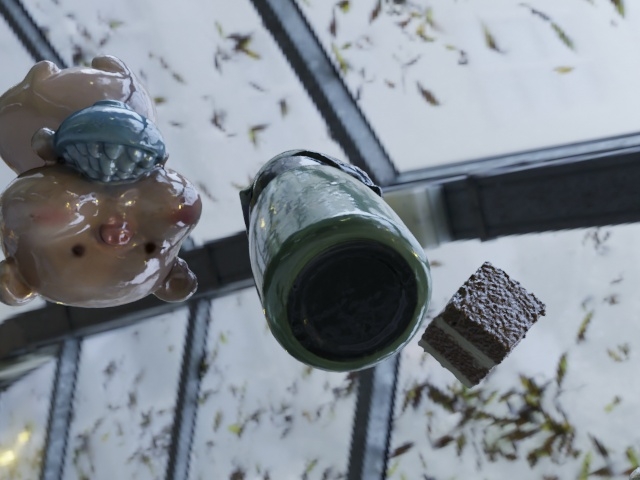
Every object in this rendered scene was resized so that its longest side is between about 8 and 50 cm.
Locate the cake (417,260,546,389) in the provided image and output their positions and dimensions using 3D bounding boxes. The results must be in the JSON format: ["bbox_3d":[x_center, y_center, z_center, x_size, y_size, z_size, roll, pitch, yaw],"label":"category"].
[{"bbox_3d":[0.248,0.136,1.766,0.134,0.135,0.147,38,-41,16],"label":"cake"}]

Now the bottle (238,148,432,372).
[{"bbox_3d":[0.002,-0.001,1.228,0.347,0.168,0.168,-116,-153,-68],"label":"bottle"}]

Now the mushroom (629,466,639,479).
[{"bbox_3d":[0.488,0.344,1.650,0.083,0.083,0.067,-12,-94,52],"label":"mushroom"}]

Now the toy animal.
[{"bbox_3d":[-0.241,-0.060,1.157,0.221,0.210,0.230,50,-43,48],"label":"toy animal"}]
